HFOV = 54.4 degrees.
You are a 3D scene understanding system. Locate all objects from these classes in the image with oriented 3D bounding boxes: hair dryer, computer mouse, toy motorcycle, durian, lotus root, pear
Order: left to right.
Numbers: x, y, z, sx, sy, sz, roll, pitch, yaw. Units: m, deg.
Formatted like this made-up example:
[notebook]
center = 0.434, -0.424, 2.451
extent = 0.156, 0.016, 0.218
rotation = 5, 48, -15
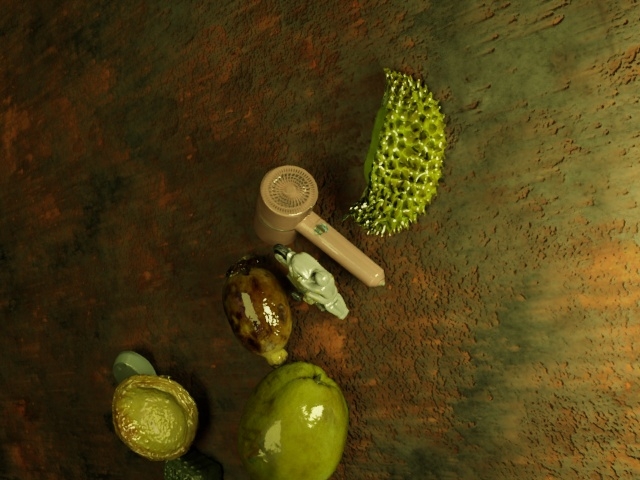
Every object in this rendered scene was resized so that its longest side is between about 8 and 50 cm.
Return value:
[computer mouse]
center = -0.568, 0.449, 1.981
extent = 0.128, 0.079, 0.231
rotation = -29, 96, 34
[lotus root]
center = -0.156, 0.180, 1.563
extent = 0.169, 0.141, 0.314
rotation = -29, 81, 42
[pear]
center = -0.066, 0.449, 1.479
extent = 0.269, 0.269, 0.321
rotation = 29, 101, 31
[toy motorcycle]
center = -0.016, 0.094, 1.422
extent = 0.228, 0.074, 0.151
rotation = 53, 156, -22
[hair dryer]
center = 0.000, 0.000, 1.417
extent = 0.352, 0.125, 0.210
rotation = 40, 157, 5
[durian]
center = 0.160, -0.169, 1.300
extent = 0.169, 0.158, 0.351
rotation = -129, 47, -63

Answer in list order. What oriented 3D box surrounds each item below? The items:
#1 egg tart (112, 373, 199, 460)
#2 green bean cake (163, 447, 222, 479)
[egg tart]
center = -0.483, 0.517, 1.868
extent = 0.294, 0.123, 0.294
rotation = 3, 100, 15
[green bean cake]
center = -0.389, 0.731, 1.872
extent = 0.181, 0.094, 0.173
rotation = 18, 109, 36
